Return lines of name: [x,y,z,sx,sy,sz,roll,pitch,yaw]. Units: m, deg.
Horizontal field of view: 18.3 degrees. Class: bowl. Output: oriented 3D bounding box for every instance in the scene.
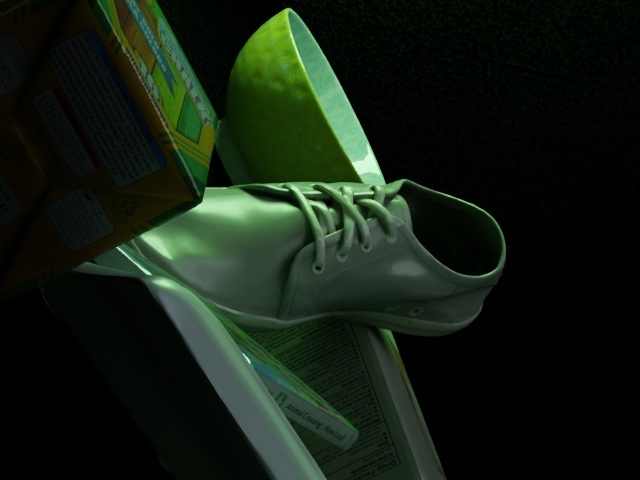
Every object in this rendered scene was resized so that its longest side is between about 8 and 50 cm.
bowl: [-0.042,-0.127,2.469,0.289,0.156,0.289,60,9,-17]

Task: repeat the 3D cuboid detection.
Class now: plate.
plate: [-0.085,0.120,1.427,0.277,0.045,0.278,58,-19,-17]

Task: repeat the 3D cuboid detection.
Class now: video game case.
video game case: [-0.083,0.074,1.556,0.212,0.023,0.193,39,1,33]

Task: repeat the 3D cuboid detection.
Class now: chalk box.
chalk box: [-0.192,-0.107,1.467,0.180,0.179,0.289,61,9,-17]

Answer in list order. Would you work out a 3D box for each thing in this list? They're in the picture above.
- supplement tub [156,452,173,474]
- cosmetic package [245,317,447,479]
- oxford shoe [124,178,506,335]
supplement tub: [-0.106,0.135,1.627,0.071,0.071,0.107,56,12,-40]
cosmetic package: [0.017,0.174,1.971,0.129,0.153,0.296,51,17,-51]
oxford shoe: [0.000,0.000,1.874,0.449,0.130,0.169,6,48,-38]
